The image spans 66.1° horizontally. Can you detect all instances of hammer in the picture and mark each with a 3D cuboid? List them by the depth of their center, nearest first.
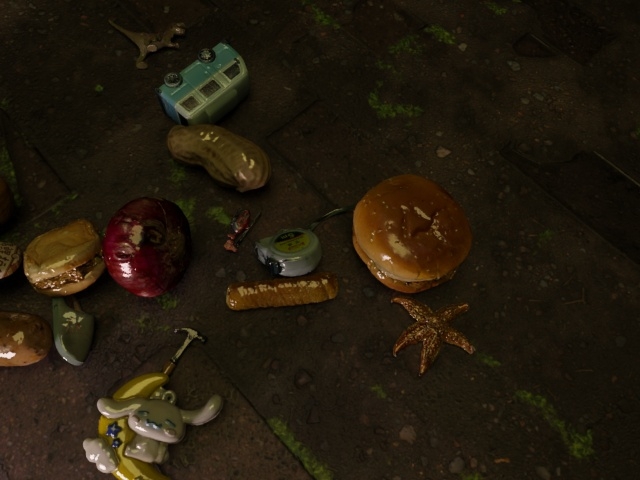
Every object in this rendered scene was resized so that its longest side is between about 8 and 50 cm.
[{"bbox_3d":[-0.359,0.295,1.172,0.078,0.021,0.201,31,68,6],"label":"hammer"}]

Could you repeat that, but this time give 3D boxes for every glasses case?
[{"bbox_3d":[-0.873,0.058,1.145,0.320,0.082,0.122,-2,36,-11],"label":"glasses case"}]

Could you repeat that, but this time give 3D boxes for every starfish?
[{"bbox_3d":[0.275,0.221,1.235,0.240,0.043,0.227,37,68,16],"label":"starfish"}]

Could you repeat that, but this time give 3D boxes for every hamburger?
[{"bbox_3d":[-0.619,0.041,1.196,0.213,0.108,0.214,-8,41,7],"label":"hamburger"},{"bbox_3d":[0.232,-0.028,1.277,0.289,0.170,0.314,-30,69,-22],"label":"hamburger"}]

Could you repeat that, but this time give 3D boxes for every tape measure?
[{"bbox_3d":[0.000,0.000,1.294,0.330,0.084,0.164,-20,44,-20],"label":"tape measure"}]

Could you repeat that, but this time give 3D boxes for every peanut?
[{"bbox_3d":[-0.282,-0.235,1.359,0.324,0.140,0.154,20,108,14],"label":"peanut"}]

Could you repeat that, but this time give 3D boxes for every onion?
[{"bbox_3d":[-0.417,0.010,1.186,0.190,0.246,0.247,8,65,11],"label":"onion"}]

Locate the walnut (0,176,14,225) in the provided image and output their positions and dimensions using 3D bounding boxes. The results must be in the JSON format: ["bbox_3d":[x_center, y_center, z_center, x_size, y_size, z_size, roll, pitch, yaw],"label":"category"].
[{"bbox_3d":[-0.890,-0.087,1.223,0.225,0.193,0.193,-39,73,-14],"label":"walnut"}]

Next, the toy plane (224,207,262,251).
[{"bbox_3d":[-0.218,-0.035,1.324,0.060,0.037,0.145,29,63,-1],"label":"toy plane"}]

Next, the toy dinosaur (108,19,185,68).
[{"bbox_3d":[-0.563,-0.642,1.576,0.251,0.072,0.200,-8,55,6],"label":"toy dinosaur"}]

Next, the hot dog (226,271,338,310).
[{"bbox_3d":[-0.095,0.127,1.242,0.288,0.068,0.083,-6,73,-7],"label":"hot dog"}]

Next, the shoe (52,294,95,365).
[{"bbox_3d":[-0.581,0.195,1.171,0.078,0.079,0.195,-30,63,4],"label":"shoe"}]

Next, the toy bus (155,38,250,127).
[{"bbox_3d":[-0.327,-0.446,1.454,0.164,0.133,0.271,43,72,10],"label":"toy bus"}]

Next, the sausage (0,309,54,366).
[{"bbox_3d":[-0.857,0.194,1.130,0.499,0.123,0.136,12,90,6],"label":"sausage"}]

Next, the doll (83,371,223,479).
[{"bbox_3d":[-0.372,0.407,1.070,0.251,0.111,0.238,23,67,3],"label":"doll"}]
